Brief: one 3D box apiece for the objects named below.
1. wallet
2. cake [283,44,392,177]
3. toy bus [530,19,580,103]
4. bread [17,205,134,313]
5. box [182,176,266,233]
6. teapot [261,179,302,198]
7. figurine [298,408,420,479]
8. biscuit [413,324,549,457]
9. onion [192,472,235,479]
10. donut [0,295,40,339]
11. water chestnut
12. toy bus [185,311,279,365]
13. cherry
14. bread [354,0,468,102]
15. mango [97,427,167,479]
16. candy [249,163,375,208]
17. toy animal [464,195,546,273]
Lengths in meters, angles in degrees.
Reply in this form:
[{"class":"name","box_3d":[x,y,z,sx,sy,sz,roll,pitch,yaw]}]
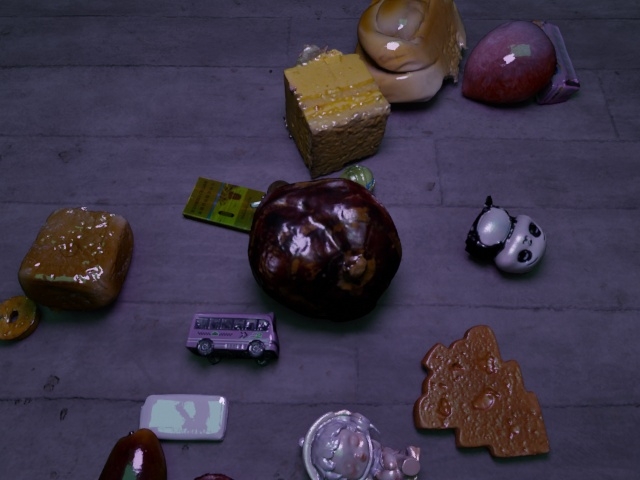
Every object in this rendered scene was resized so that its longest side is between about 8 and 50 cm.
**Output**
[{"class":"wallet","box_3d":[-0.297,0.382,0.951,0.190,0.033,0.095,3,64,1]},{"class":"cake","box_3d":[0.019,-0.362,1.186,0.222,0.227,0.286,-20,69,-13]},{"class":"toy bus","box_3d":[0.695,-0.546,1.341,0.112,0.090,0.274,1,66,-9]},{"class":"bread","box_3d":[-0.555,0.047,1.033,0.195,0.176,0.246,7,50,-8]},{"class":"box","box_3d":[-0.254,-0.095,1.171,0.193,0.030,0.121,14,66,6]},{"class":"teapot","box_3d":[-0.100,-0.127,1.163,0.121,0.068,0.076,-22,67,-9]},{"class":"figurine","box_3d":[0.070,0.430,0.866,0.236,0.141,0.163,19,62,9]},{"class":"biscuit","box_3d":[0.356,0.350,0.956,0.306,0.043,0.284,41,71,15]},{"class":"onion","box_3d":[-0.196,0.554,0.771,0.252,0.219,0.252,1,74,-2]},{"class":"donut","box_3d":[-0.713,0.186,1.038,0.097,0.043,0.108,1,64,1]},{"class":"water chestnut","box_3d":[0.000,0.000,1.000,0.335,0.335,0.347,-10,36,-4]},{"class":"toy bus","box_3d":[-0.192,0.219,0.993,0.198,0.096,0.108,1,61,4]},{"class":"cherry","box_3d":[0.533,-0.508,1.259,0.239,0.206,0.239,1,69,-4]},{"class":"bread","box_3d":[0.271,-0.592,1.278,0.329,0.245,0.424,22,63,10]},{"class":"mango","box_3d":[-0.377,0.510,0.851,0.133,0.111,0.268,18,73,-12]},{"class":"candy","box_3d":[-0.017,-0.124,1.130,0.335,0.093,0.092,-13,67,-15]},{"class":"toy animal","box_3d":[0.458,-0.009,1.068,0.179,0.138,0.166,29,85,18]}]
